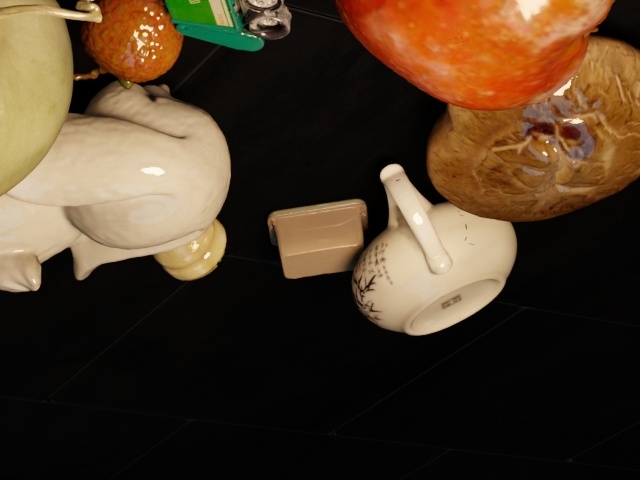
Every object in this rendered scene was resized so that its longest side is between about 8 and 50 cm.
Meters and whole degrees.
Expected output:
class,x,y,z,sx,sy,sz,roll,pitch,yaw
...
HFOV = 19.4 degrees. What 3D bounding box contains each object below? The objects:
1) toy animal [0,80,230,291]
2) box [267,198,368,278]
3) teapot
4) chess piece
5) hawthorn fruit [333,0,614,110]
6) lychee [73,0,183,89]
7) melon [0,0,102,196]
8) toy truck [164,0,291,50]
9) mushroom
class,x,y,z,sx,sy,sz,roll,pitch,yaw
toy animal,-0.222,-0.058,1.938,0.265,0.206,0.271,-9,152,9
box,0.000,0.000,2.277,0.122,0.062,0.089,-7,154,0
teapot,0.131,0.012,2.237,0.208,0.166,0.299,-16,150,3
chess piece,-0.195,-0.039,2.140,0.090,0.090,0.200,-19,141,22
hawthorn fruit,0.144,-0.247,1.599,0.284,0.284,0.284,-7,154,-3
lychee,-0.186,-0.199,1.781,0.114,0.101,0.140,33,150,4
melon,-0.354,-0.143,1.671,0.272,0.271,0.308,-1,149,-15
toy truck,-0.085,-0.265,1.669,0.124,0.114,0.253,-1,155,10
mushroom,0.242,-0.119,2.013,0.278,0.146,0.278,-5,146,-3
